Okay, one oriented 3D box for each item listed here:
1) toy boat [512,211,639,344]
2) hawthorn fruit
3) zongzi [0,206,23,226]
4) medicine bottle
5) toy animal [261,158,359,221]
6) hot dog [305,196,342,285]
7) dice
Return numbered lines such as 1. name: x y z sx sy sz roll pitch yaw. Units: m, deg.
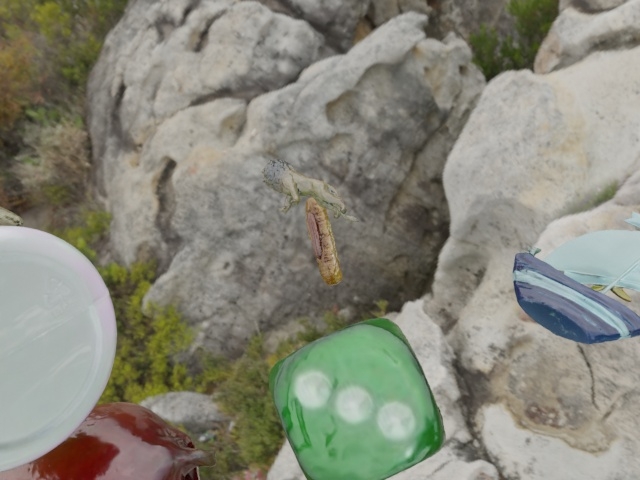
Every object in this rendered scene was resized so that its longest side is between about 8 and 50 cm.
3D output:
1. toy boat: 0.432 0.032 0.983 0.291 0.067 0.220 -36 45 -23
2. hawthorn fruit: -0.308 0.363 0.895 0.311 0.294 0.295 -43 42 45
3. zongzi: -0.986 0.059 1.452 0.466 0.218 0.500 16 61 27
4. medicine bottle: -0.395 0.105 0.724 0.240 0.252 0.253 5 70 39
5. toy animal: -0.027 -0.082 1.204 0.219 0.069 0.086 30 76 12
6. hot dog: 0.000 0.000 1.511 0.066 0.047 0.216 -20 80 55
7. dice: 0.077 0.352 1.379 0.300 0.287 0.297 -24 74 -3
